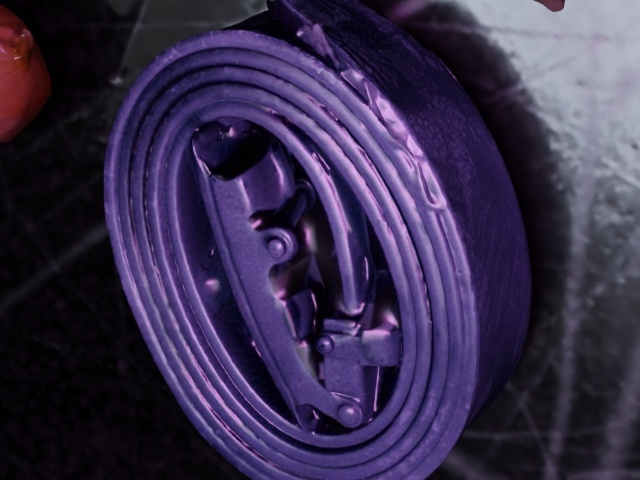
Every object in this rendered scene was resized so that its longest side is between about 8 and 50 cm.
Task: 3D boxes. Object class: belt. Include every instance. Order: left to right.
[{"bbox_3d":[0.000,0.000,0.606,0.141,0.082,0.190,-17,99,27],"label":"belt"}]

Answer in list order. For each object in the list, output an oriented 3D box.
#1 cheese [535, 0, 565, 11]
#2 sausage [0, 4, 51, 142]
[{"bbox_3d":[0.059,-0.222,0.524,0.163,0.082,0.286,-23,95,23],"label":"cheese"},{"bbox_3d":[-0.181,-0.062,0.669,0.169,0.065,0.065,-6,102,23],"label":"sausage"}]
